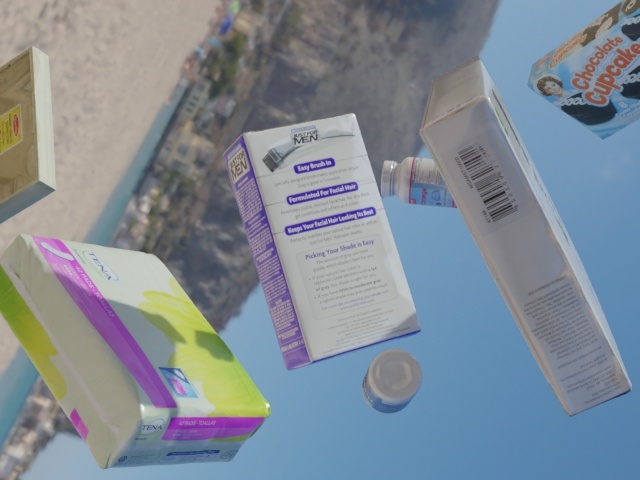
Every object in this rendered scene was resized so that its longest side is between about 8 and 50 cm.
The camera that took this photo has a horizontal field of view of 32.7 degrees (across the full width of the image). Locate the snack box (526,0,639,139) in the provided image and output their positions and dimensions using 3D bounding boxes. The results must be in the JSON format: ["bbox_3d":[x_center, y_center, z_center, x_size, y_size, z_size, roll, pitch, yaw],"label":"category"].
[{"bbox_3d":[0.522,-0.300,1.821,0.322,0.187,0.060,-35,-150,52],"label":"snack box"}]

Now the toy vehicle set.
[{"bbox_3d":[-0.485,-0.155,1.679,0.166,0.035,0.267,-26,-124,22],"label":"toy vehicle set"}]

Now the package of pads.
[{"bbox_3d":[-0.215,0.123,1.243,0.101,0.296,0.229,-52,149,17],"label":"package of pads"}]

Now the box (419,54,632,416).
[{"bbox_3d":[0.160,-0.024,0.888,0.058,0.232,0.322,-26,-171,14],"label":"box"}]

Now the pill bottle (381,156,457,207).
[{"bbox_3d":[0.194,-0.107,1.990,0.087,0.160,0.087,5,90,-81],"label":"pill bottle"}]

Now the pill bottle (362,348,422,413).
[{"bbox_3d":[0.087,0.181,1.371,0.120,0.067,0.067,101,13,-70],"label":"pill bottle"}]

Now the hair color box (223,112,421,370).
[{"bbox_3d":[0.000,0.000,1.586,0.110,0.185,0.339,-29,-104,64],"label":"hair color box"}]
